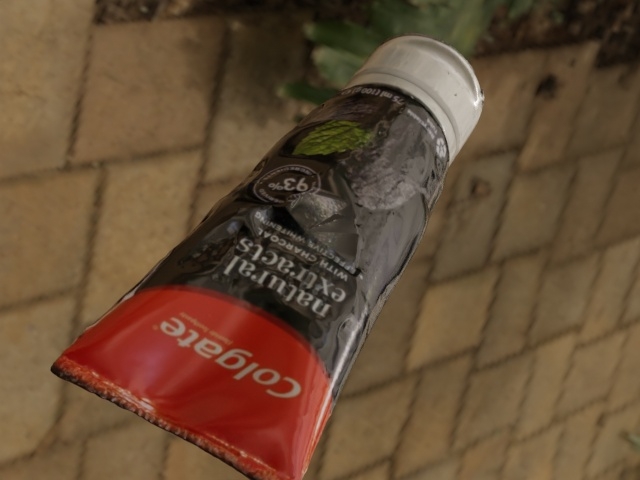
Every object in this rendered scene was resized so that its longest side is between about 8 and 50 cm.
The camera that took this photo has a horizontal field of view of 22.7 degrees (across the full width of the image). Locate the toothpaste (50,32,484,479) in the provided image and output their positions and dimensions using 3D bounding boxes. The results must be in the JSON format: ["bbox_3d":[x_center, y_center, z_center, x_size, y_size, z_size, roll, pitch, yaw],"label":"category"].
[{"bbox_3d":[0.000,0.000,0.477,0.193,0.071,0.045,-51,166,-49],"label":"toothpaste"}]
